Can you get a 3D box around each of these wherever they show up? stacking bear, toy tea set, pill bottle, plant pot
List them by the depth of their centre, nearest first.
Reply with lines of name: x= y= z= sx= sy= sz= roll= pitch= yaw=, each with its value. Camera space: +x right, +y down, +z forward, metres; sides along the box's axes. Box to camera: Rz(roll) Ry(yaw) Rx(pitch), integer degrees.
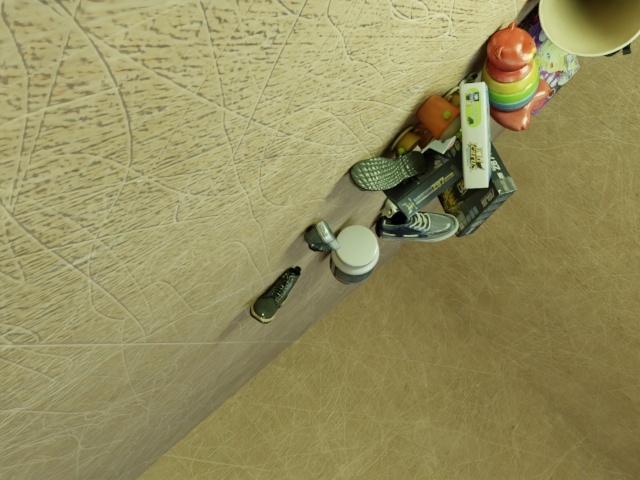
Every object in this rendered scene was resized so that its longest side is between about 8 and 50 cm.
plant pot: x=0.718 y=-0.656 z=1.533 sx=0.274 sy=0.256 sz=0.256 roll=-59 pitch=-179 yaw=-41
stacking bear: x=0.509 y=-0.451 z=1.585 sx=0.175 sy=0.164 sz=0.289 roll=-56 pitch=154 yaw=-7
toy tea set: x=0.336 y=-0.303 z=1.610 sx=0.336 sy=0.124 sz=0.200 roll=-33 pitch=164 yaw=-51
pill bottle: x=0.114 y=0.051 z=2.018 sx=0.161 sy=0.161 sz=0.283 roll=-44 pitch=170 yaw=-11

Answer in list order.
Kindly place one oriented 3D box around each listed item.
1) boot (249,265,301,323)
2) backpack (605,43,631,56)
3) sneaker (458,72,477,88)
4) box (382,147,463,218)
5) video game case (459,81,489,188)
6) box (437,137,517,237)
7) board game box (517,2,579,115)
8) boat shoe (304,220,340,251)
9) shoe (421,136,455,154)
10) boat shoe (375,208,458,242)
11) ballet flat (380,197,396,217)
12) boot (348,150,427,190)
boot: x=-0.128 y=0.150 z=1.722 sx=0.137 sy=0.077 sz=0.198 roll=-54 pitch=-179 yaw=21
backpack: x=0.874 y=-0.722 z=1.797 sx=0.263 sy=0.276 sz=0.213 roll=-55 pitch=173 yaw=15
sneaker: x=0.416 y=-0.438 z=1.655 sx=0.083 sy=0.035 sz=0.031 roll=-40 pitch=169 yaw=-29
box: x=0.264 y=-0.159 z=1.590 sx=0.183 sy=0.059 sz=0.232 roll=-39 pitch=-165 yaw=7
video game case: x=0.394 y=-0.268 z=1.496 sx=0.269 sy=0.061 sz=0.244 roll=-36 pitch=124 yaw=-68
box: x=0.594 y=-0.235 z=2.386 sx=0.097 sy=0.318 sz=0.395 roll=-17 pitch=161 yaw=-19
board game box: x=0.662 y=-0.543 z=1.791 sx=0.208 sy=0.056 sz=0.347 roll=-44 pitch=144 yaw=12
boat shoe: x=0.000 y=0.000 z=1.615 sx=0.076 sy=0.080 sz=0.228 roll=-29 pitch=174 yaw=4
shoe: x=0.403 y=-0.314 z=2.017 sx=0.178 sy=0.063 sz=0.081 roll=-48 pitch=166 yaw=-9
boat shoe: x=0.392 y=-0.065 z=2.393 sx=0.341 sy=0.127 sz=0.158 roll=-6 pitch=164 yaw=3
ballet flat: x=0.270 y=-0.133 z=2.232 sx=0.057 sy=0.052 sz=0.168 roll=-43 pitch=169 yaw=-16
boot: x=0.142 y=-0.155 z=1.518 sx=0.247 sy=0.083 sz=0.161 roll=-16 pitch=176 yaw=-35
